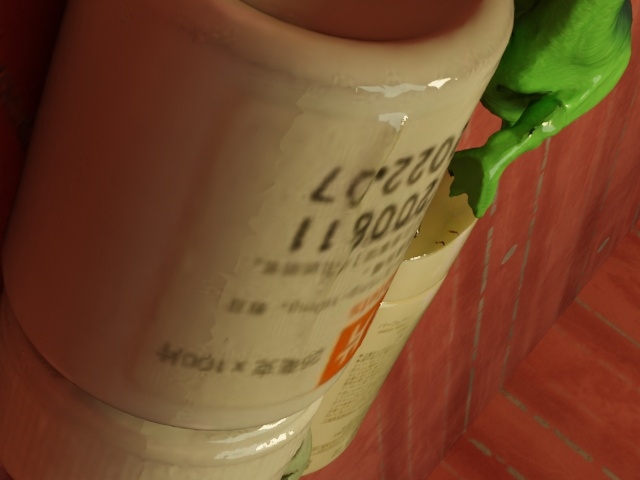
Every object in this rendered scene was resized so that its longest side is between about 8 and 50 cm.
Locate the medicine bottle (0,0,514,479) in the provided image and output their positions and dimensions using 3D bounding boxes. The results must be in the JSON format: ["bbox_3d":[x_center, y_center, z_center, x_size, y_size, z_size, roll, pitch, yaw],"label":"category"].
[{"bbox_3d":[-0.056,-0.018,0.915,0.211,0.211,0.371,-37,159,-44],"label":"medicine bottle"}]

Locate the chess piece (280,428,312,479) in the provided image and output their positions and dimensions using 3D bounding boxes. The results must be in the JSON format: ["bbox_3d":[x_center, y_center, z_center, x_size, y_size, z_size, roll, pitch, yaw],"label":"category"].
[{"bbox_3d":[-0.156,0.194,1.277,0.298,0.176,0.176,-46,170,27],"label":"chess piece"}]

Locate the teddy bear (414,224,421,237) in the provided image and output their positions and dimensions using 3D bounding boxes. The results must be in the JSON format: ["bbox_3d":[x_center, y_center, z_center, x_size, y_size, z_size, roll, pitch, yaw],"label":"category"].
[{"bbox_3d":[0.000,0.000,1.241,0.177,0.140,0.190,-39,154,-48],"label":"teddy bear"}]

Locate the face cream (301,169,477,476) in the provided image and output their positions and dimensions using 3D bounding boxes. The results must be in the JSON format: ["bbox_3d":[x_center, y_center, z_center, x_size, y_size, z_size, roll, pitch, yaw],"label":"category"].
[{"bbox_3d":[0.047,0.082,1.698,0.173,0.081,0.348,-33,156,-50],"label":"face cream"}]

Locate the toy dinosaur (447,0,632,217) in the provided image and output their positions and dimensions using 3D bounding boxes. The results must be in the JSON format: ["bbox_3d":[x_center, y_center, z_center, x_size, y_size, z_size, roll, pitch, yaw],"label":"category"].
[{"bbox_3d":[0.248,-0.191,1.397,0.500,0.144,0.374,-36,179,43],"label":"toy dinosaur"}]
